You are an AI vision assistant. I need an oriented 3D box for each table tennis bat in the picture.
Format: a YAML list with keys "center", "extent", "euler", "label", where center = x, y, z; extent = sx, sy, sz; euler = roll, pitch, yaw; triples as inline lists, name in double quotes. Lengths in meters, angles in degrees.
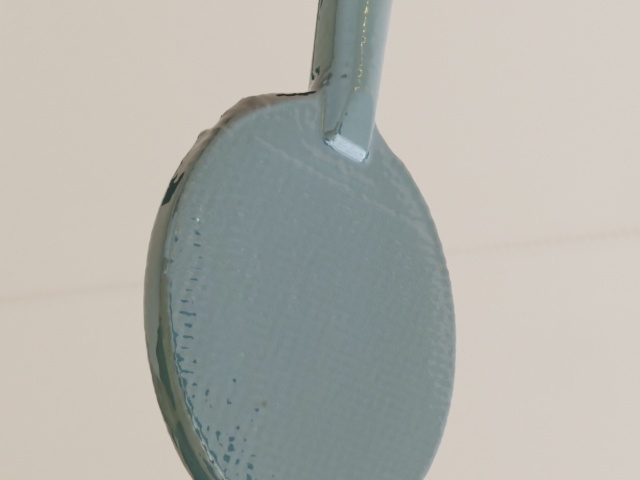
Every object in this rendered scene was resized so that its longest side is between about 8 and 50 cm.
- center: [0.000, 0.000, 0.485]
  extent: [0.100, 0.155, 0.019]
  euler: [26, -28, -38]
  label: "table tennis bat"
